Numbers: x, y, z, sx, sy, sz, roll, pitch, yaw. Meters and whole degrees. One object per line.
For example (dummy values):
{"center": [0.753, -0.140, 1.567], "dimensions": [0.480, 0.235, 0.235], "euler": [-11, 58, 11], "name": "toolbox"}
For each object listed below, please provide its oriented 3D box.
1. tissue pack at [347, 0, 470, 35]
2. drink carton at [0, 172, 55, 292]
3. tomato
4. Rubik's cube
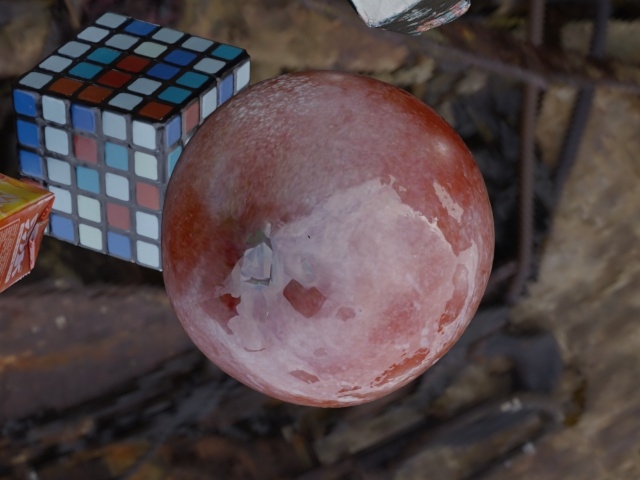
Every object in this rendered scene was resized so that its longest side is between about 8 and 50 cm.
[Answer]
{"center": [0.070, -0.242, 1.467], "dimensions": [0.090, 0.103, 0.170], "euler": [-29, 175, 18], "name": "tissue pack"}
{"center": [-0.256, -0.002, 1.071], "dimensions": [0.223, 0.096, 0.071], "euler": [-55, 164, -77], "name": "drink carton"}
{"center": [0.000, 0.000, 1.279], "dimensions": [0.270, 0.270, 0.227], "euler": [-40, 170, 19], "name": "tomato"}
{"center": [-0.192, -0.103, 1.685], "dimensions": [0.187, 0.182, 0.184], "euler": [-49, 149, -47], "name": "Rubik's cube"}
